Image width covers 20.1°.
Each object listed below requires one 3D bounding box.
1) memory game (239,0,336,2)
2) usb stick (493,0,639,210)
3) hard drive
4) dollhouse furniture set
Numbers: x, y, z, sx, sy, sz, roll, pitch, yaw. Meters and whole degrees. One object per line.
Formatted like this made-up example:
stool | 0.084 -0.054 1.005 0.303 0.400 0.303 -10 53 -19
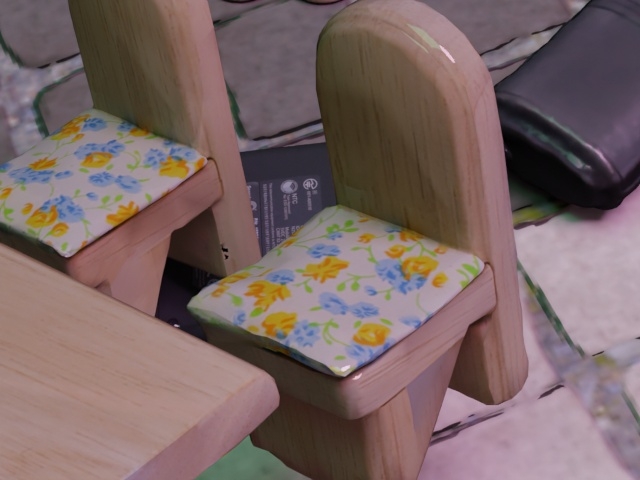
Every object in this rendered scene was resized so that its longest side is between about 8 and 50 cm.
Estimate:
memory game | -0.006 -0.184 0.887 0.186 0.012 0.186 -4 52 5
usb stick | 0.178 -0.115 0.788 0.077 0.045 0.278 33 63 29
hard drive | 0.000 0.000 0.737 0.135 0.022 0.094 -6 52 3
dollhouse furniture set | -0.199 -0.016 0.562 0.394 0.256 0.362 22 46 39
